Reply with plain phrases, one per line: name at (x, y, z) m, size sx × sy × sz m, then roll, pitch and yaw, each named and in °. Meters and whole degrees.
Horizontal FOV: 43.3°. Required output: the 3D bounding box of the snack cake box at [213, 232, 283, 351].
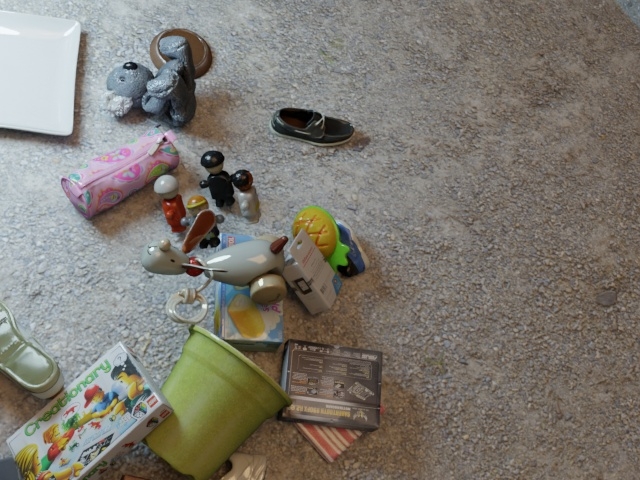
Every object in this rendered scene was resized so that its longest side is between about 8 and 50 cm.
snack cake box at (-0.170, 0.123, 1.897) m, size 0.152 × 0.089 × 0.264 m, roll 4°, pitch 65°, yaw -15°

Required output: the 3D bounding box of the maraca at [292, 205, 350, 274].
maraca at (0.000, 0.000, 1.993) m, size 0.099 × 0.127 × 0.185 m, roll -10°, pitch 61°, yaw -56°

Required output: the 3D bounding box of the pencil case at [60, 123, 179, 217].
pencil case at (-0.469, -0.167, 1.916) m, size 0.284 × 0.124 × 0.124 m, roll -34°, pitch 80°, yaw -27°

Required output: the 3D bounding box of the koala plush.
koala plush at (-0.434, -0.382, 2.015) m, size 0.221 × 0.203 × 0.196 m, roll 1°, pitch 55°, yaw 6°

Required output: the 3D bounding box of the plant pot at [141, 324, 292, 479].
plant pot at (-0.242, 0.360, 1.688) m, size 0.276 × 0.276 × 0.254 m, roll 37°, pitch 72°, yaw 1°

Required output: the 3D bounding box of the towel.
towel at (0.041, 0.403, 1.875) m, size 0.197 × 0.029 × 0.144 m, roll -38°, pitch 82°, yaw -25°

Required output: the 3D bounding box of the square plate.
square plate at (-0.775, -0.412, 1.968) m, size 0.347 × 0.049 × 0.343 m, roll 4°, pitch 65°, yaw -16°

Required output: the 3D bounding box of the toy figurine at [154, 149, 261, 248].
toy figurine at (-0.260, -0.101, 1.890) m, size 0.213 × 0.148 × 0.210 m, roll -30°, pitch 36°, yaw -26°

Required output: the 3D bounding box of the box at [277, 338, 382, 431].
box at (0.025, 0.333, 1.850) m, size 0.231 × 0.056 × 0.183 m, roll 9°, pitch 67°, yaw -12°

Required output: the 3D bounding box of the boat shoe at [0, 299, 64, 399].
boat shoe at (-0.652, 0.229, 1.684) m, size 0.302 × 0.103 × 0.113 m, roll 39°, pitch 64°, yaw 24°

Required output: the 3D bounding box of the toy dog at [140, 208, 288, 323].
toy dog at (-0.200, 0.034, 1.749) m, size 0.334 × 0.161 × 0.220 m, roll -11°, pitch 56°, yaw -36°

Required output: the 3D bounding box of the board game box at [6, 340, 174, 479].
board game box at (-0.461, 0.370, 1.604) m, size 0.305 × 0.053 × 0.193 m, roll -42°, pitch 53°, yaw -6°

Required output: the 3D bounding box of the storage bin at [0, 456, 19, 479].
storage bin at (-0.623, 0.488, 1.569) m, size 0.098 × 0.091 × 0.135 m, roll -2°, pitch 64°, yaw -49°

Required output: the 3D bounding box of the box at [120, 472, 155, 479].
box at (-0.344, 0.663, 1.560) m, size 0.191 × 0.143 × 0.381 m, roll 14°, pitch 67°, yaw -10°

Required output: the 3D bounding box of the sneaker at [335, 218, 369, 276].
sneaker at (0.053, 0.022, 2.032) m, size 0.085 × 0.058 × 0.152 m, roll -26°, pitch 83°, yaw -35°

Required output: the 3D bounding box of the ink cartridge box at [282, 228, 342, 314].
ink cartridge box at (-0.031, 0.074, 1.924) m, size 0.180 × 0.060 × 0.104 m, roll 55°, pitch 35°, yaw -19°

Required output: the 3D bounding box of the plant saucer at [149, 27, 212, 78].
plant saucer at (-0.371, -0.506, 2.154) m, size 0.169 × 0.029 × 0.168 m, roll 7°, pitch 64°, yaw -15°

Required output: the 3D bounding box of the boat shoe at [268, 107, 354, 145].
boat shoe at (-0.016, -0.308, 2.151) m, size 0.233 × 0.079 × 0.084 m, roll 6°, pitch 63°, yaw -17°

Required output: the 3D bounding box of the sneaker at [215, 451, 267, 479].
sneaker at (-0.189, 0.557, 1.704) m, size 0.115 × 0.090 × 0.232 m, roll 14°, pitch 54°, yaw -3°
